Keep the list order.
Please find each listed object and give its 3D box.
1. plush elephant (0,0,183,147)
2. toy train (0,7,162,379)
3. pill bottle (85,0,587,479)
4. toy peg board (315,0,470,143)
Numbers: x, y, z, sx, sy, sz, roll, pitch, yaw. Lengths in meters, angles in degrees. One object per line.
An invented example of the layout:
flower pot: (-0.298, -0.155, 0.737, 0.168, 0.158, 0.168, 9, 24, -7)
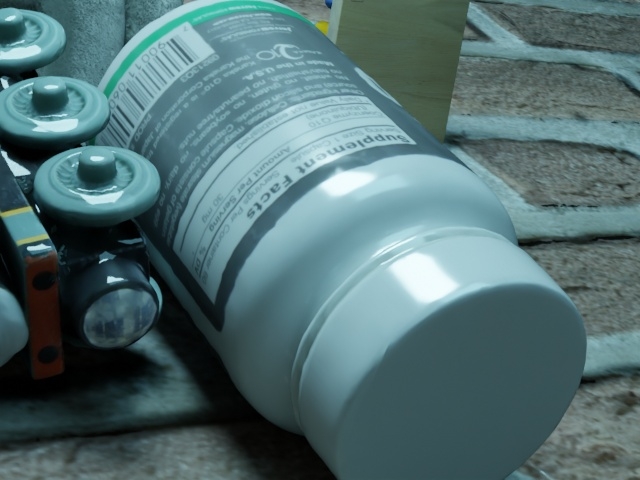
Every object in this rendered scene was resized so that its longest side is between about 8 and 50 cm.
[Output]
plush elephant: (-0.204, -0.231, 1.261, 0.271, 0.330, 0.255, 20, 6, 16)
toy train: (-0.226, -0.033, 0.974, 0.190, 0.142, 0.334, -15, 42, -22)
pill bottle: (0.000, 0.000, 0.992, 0.204, 0.204, 0.361, 2, 32, -35)
toy peg board: (0.049, -0.178, 1.453, 0.161, 0.161, 0.079, -2, 18, -40)
